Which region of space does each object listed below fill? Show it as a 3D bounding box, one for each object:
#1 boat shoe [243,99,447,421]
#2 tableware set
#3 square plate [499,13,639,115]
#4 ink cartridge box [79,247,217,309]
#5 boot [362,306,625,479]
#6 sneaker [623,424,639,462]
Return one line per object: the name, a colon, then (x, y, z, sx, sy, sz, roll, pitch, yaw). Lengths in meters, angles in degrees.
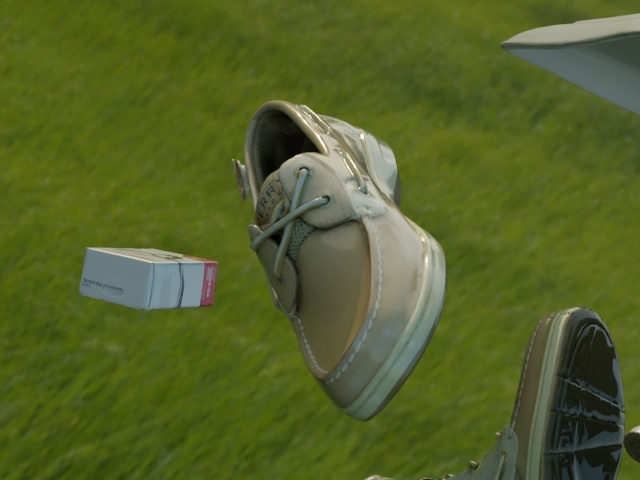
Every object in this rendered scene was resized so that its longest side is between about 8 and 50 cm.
boat shoe: (0.000, 0.000, 0.962, 0.098, 0.109, 0.302, 30, 22, -19)
tableware set: (-0.083, -0.034, 1.997, 0.168, 0.020, 0.141, -156, -126, -81)
square plate: (0.391, -0.146, 1.555, 0.347, 0.049, 0.344, 21, -2, -16)
ink cartridge box: (-0.217, 0.048, 2.010, 0.109, 0.063, 0.150, 11, 4, 28)
boot: (0.088, 0.142, 0.925, 0.077, 0.165, 0.213, 16, 79, -43)
sneaker: (0.301, 0.158, 1.223, 0.118, 0.042, 0.067, 20, 39, 39)
